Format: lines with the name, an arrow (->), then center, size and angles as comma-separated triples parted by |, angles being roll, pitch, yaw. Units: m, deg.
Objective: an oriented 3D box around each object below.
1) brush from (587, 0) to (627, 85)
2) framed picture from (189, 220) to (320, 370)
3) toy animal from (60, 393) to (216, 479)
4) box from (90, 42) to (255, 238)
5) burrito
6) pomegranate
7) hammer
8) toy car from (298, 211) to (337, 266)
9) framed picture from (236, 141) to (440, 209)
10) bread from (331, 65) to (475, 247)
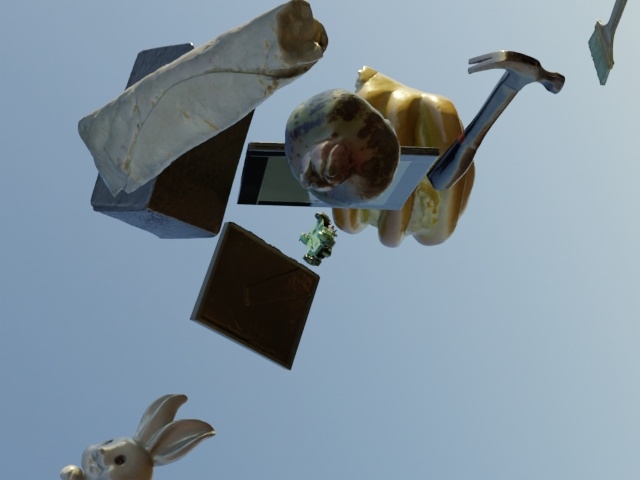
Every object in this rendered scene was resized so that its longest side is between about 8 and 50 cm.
brush -> 0.421, -0.315, 1.920 | 0.205, 0.011, 0.083 | 97, 166, -60
framed picture -> -0.111, 0.101, 2.394 | 0.265, 0.018, 0.192 | 34, -110, -43
toy animal -> -0.256, 0.292, 1.806 | 0.221, 0.103, 0.131 | -53, -44, -11
box -> -0.225, -0.151, 2.075 | 0.143, 0.184, 0.273 | 23, -104, -36
burrito -> -0.107, -0.123, 1.167 | 0.082, 0.275, 0.059 | 56, -149, -13
pomegranate -> 0.026, -0.102, 1.496 | 0.138, 0.125, 0.163 | 55, -179, -8
hammer -> 0.243, -0.180, 2.070 | 0.137, 0.290, 0.037 | 24, -138, -13
toy car -> 0.000, 0.000, 2.543 | 0.054, 0.073, 0.143 | 31, -165, -14
framed picture -> 0.015, -0.090, 1.935 | 0.347, 0.265, 0.016 | 114, 157, -78
bread -> 0.135, -0.115, 2.329 | 0.211, 0.270, 0.316 | -47, -25, -38
